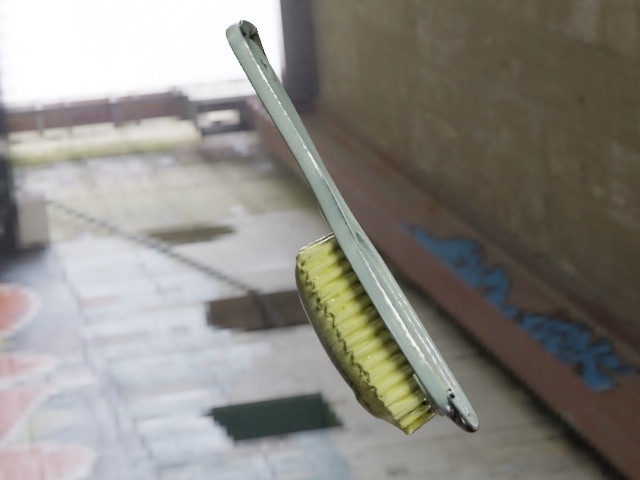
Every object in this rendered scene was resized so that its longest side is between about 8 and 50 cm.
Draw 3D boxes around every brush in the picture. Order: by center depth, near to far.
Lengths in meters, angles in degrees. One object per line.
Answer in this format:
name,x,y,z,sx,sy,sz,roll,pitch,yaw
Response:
brush,0.000,0.000,1.122,0.297,0.060,0.068,61,10,15
